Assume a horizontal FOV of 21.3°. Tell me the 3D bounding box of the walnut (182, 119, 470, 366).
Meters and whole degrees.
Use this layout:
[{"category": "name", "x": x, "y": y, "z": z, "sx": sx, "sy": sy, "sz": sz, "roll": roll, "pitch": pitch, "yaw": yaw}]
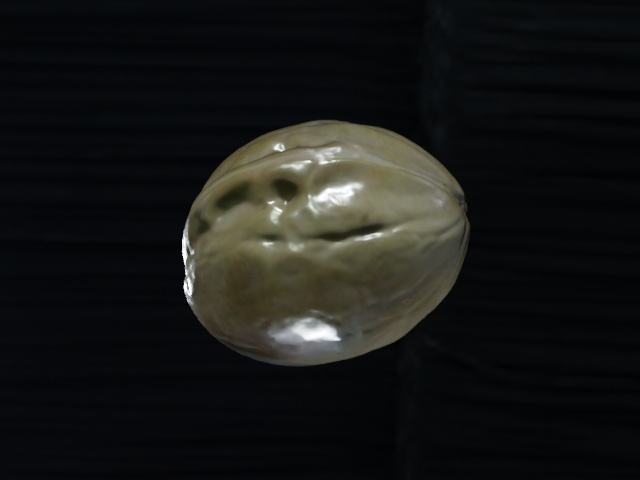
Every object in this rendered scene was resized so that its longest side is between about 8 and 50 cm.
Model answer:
[{"category": "walnut", "x": 0.001, "y": 0.001, "z": 0.957, "sx": 0.140, "sy": 0.162, "sz": 0.140, "roll": 46, "pitch": -147, "yaw": -41}]
